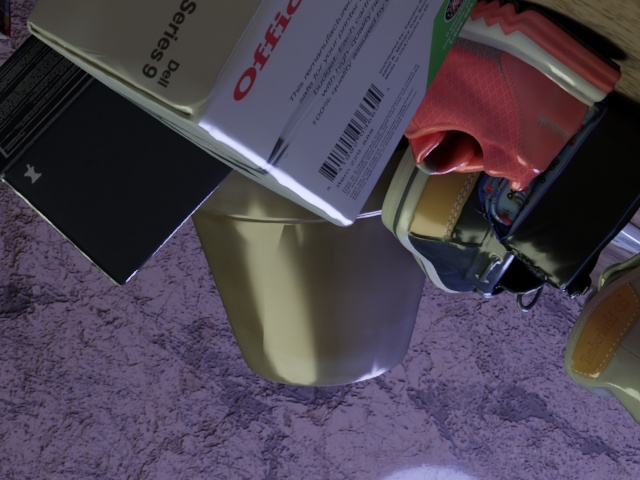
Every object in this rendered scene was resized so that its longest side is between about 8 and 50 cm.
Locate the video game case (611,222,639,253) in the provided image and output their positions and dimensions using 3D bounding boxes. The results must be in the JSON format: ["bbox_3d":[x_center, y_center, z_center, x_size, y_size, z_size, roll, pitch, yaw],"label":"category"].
[{"bbox_3d":[0.373,-0.014,2.484,0.157,0.019,0.143,30,178,-40],"label":"video game case"}]

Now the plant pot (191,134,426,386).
[{"bbox_3d":[0.000,0.000,2.195,0.323,0.280,0.323,-4,-160,1],"label":"plant pot"}]

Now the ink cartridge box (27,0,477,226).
[{"bbox_3d":[-0.019,-0.148,1.137,0.121,0.211,0.289,29,178,20],"label":"ink cartridge box"}]

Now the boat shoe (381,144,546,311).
[{"bbox_3d":[0.199,-0.018,2.070,0.156,0.186,0.500,24,-179,16],"label":"boat shoe"}]

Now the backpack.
[{"bbox_3d":[0.209,-0.052,1.645,0.117,0.158,0.173,37,-170,-7],"label":"backpack"}]

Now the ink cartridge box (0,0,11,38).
[{"bbox_3d":[-0.401,-0.352,1.963,0.130,0.271,0.309,-2,180,-1],"label":"ink cartridge box"}]

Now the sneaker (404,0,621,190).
[{"bbox_3d":[0.088,-0.123,1.498,0.116,0.136,0.314,30,178,-33],"label":"sneaker"}]

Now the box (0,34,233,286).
[{"bbox_3d":[-0.194,-0.143,1.995,0.183,0.296,0.294,45,177,-23],"label":"box"}]

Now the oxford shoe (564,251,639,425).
[{"bbox_3d":[0.297,0.068,1.689,0.130,0.169,0.449,30,-169,11],"label":"oxford shoe"}]
